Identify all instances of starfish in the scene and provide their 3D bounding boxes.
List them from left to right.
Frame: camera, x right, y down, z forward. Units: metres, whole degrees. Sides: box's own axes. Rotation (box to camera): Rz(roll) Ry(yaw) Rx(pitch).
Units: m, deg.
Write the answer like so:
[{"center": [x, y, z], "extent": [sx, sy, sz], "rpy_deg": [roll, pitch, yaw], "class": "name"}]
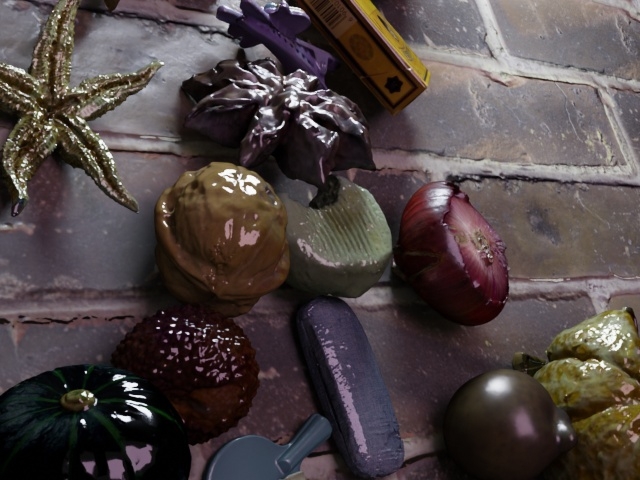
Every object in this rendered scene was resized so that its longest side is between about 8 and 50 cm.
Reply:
[{"center": [-0.346, -0.178, 1.578], "extent": [0.358, 0.078, 0.347], "rpy_deg": [-17, 76, -46], "class": "starfish"}]

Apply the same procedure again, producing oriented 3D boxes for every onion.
[{"center": [0.214, 0.024, 1.897], "extent": [0.248, 0.161, 0.248], "rpy_deg": [19, 62, -40], "class": "onion"}]

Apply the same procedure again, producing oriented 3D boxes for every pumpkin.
[{"center": [-0.268, 0.271, 1.288], "extent": [0.248, 0.248, 0.248], "rpy_deg": [22, 52, -31], "class": "pumpkin"}]

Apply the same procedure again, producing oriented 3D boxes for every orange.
[{"center": [0.446, 0.306, 1.879], "extent": [0.210, 0.271, 0.369], "rpy_deg": [-12, 68, -1], "class": "orange"}]

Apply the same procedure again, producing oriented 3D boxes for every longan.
[{"center": [0.291, 0.287, 1.776], "extent": [0.159, 0.204, 0.185], "rpy_deg": [69, 33, -56], "class": "longan"}]

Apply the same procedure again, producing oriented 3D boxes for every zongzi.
[{"center": [0.360, 0.238, 1.986], "extent": [0.076, 0.040, 0.083], "rpy_deg": [19, 65, -41], "class": "zongzi"}]

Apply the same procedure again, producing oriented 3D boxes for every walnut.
[{"center": [-0.133, -0.003, 1.561], "extent": [0.198, 0.198, 0.245], "rpy_deg": [33, 28, -23], "class": "walnut"}]

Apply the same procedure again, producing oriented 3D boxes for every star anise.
[{"center": [-0.058, -0.187, 1.758], "extent": [0.331, 0.118, 0.332], "rpy_deg": [15, 35, -11], "class": "star anise"}]

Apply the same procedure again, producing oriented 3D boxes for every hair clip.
[{"center": [-0.064, -0.320, 1.894], "extent": [0.278, 0.137, 0.090], "rpy_deg": [42, 50, -43], "class": "hair clip"}]

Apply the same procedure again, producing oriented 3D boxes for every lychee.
[{"center": [-0.167, 0.161, 1.461], "extent": [0.188, 0.188, 0.188], "rpy_deg": [22, 52, -31], "class": "lychee"}]

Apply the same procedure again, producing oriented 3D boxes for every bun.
[{"center": [0.000, 0.000, 1.737], "extent": [0.212, 0.126, 0.204], "rpy_deg": [10, 51, -26], "class": "bun"}]

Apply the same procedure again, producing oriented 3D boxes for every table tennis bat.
[{"center": [-0.062, 0.313, 1.556], "extent": [0.153, 0.040, 0.244], "rpy_deg": [54, 46, -5], "class": "table tennis bat"}]

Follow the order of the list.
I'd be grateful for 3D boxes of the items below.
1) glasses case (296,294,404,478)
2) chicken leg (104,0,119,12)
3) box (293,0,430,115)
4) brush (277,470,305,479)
[{"center": [0.044, 0.211, 1.693], "extent": [0.109, 0.067, 0.282], "rpy_deg": [-1, 63, -47], "class": "glasses case"}, {"center": [-0.234, -0.493, 1.835], "extent": [0.295, 0.182, 0.409], "rpy_deg": [46, 44, -33], "class": "chicken leg"}, {"center": [0.065, -0.366, 2.010], "extent": [0.301, 0.084, 0.193], "rpy_deg": [49, 16, -7], "class": "box"}, {"center": [-0.051, 0.323, 1.532], "extent": [0.083, 0.013, 0.016], "rpy_deg": [-12, 85, -47], "class": "brush"}]
